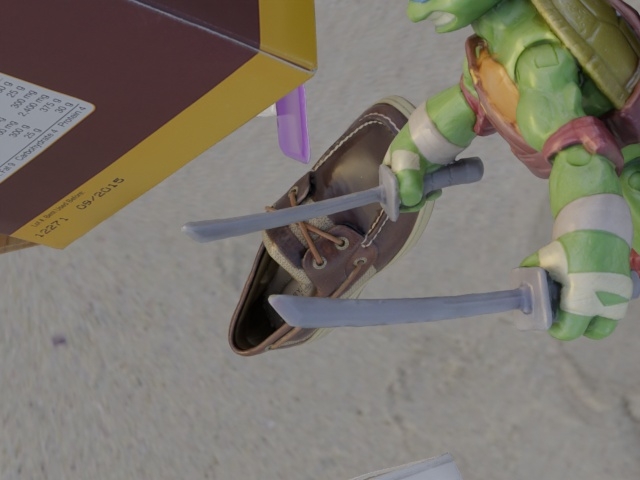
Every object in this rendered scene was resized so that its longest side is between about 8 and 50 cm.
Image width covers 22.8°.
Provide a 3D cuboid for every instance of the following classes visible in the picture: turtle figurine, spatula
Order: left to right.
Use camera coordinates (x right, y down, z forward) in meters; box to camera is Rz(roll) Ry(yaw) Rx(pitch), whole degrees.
[{"bbox_3d":[-0.074,-0.112,1.327,0.030,0.296,0.084,-9,99,-30],"label":"spatula"},{"bbox_3d":[0.097,0.005,0.724,0.266,0.198,0.275,38,65,-16],"label":"turtle figurine"}]

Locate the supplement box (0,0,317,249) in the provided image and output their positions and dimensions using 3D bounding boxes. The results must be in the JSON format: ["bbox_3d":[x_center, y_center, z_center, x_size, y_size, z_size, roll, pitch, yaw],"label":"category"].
[{"bbox_3d":[-0.119,-0.127,0.430,0.194,0.129,0.191,17,58,-36],"label":"supplement box"}]

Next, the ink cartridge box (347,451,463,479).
[{"bbox_3d":[0.039,0.227,0.722,0.092,0.158,0.218,-17,71,-28],"label":"ink cartridge box"}]

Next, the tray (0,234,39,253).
[{"bbox_3d":[-0.318,-0.137,1.463,0.203,0.411,0.076,-14,54,-29],"label":"tray"}]

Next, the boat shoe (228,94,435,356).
[{"bbox_3d":[0.000,0.000,1.578,0.123,0.342,0.123,-23,67,-44],"label":"boat shoe"}]
